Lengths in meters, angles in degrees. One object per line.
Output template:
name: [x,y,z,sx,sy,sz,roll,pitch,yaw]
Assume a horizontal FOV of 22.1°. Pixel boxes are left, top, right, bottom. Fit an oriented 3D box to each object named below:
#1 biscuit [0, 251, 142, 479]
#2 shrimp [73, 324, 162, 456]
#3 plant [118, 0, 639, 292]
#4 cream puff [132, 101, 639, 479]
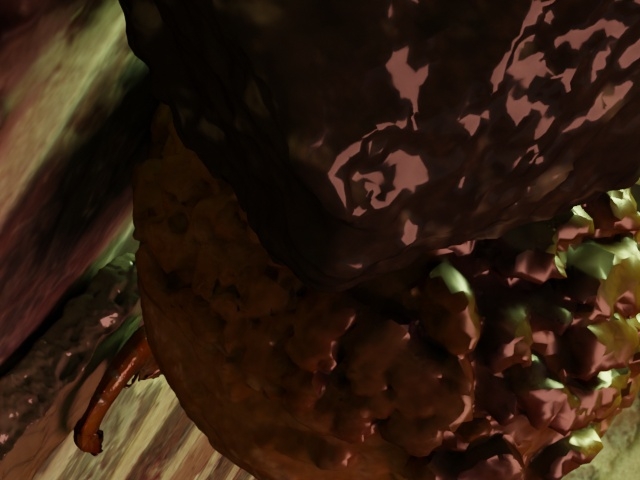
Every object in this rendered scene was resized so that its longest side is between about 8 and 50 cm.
biscuit: [-0.179,0.115,0.984,0.290,0.038,0.141,-50,169,-37]
shrimp: [-0.119,0.091,1.024,0.091,0.025,0.127,-60,170,4]
plant: [0.078,-0.131,0.686,0.312,0.215,0.213,-28,150,-9]
cream puff: [0.065,-0.016,0.887,0.343,0.327,0.231,-14,159,-23]
